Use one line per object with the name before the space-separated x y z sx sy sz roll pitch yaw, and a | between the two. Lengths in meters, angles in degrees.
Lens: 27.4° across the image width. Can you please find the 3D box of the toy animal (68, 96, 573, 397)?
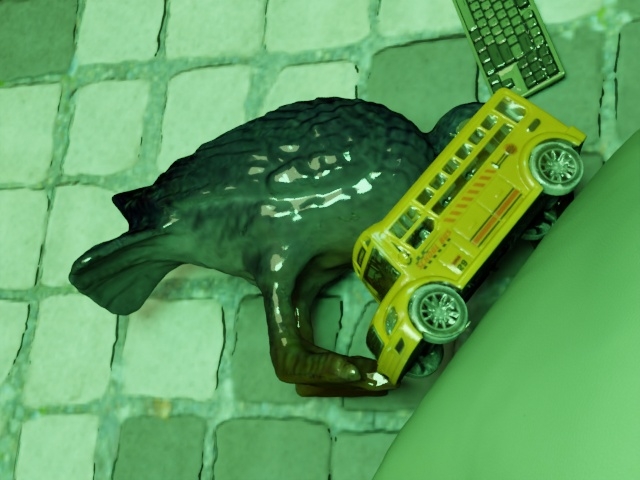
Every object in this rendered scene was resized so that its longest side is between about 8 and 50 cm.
toy animal | 0.000 0.000 0.789 0.298 0.122 0.185 2 78 15

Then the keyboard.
keyboard | 0.113 -0.147 0.841 0.049 0.015 0.129 -26 64 17

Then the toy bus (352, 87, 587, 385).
toy bus | 0.072 -0.002 0.698 0.074 0.069 0.162 38 67 10

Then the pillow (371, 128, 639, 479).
pillow | 0.164 0.041 0.604 0.120 0.255 0.322 46 70 -11
